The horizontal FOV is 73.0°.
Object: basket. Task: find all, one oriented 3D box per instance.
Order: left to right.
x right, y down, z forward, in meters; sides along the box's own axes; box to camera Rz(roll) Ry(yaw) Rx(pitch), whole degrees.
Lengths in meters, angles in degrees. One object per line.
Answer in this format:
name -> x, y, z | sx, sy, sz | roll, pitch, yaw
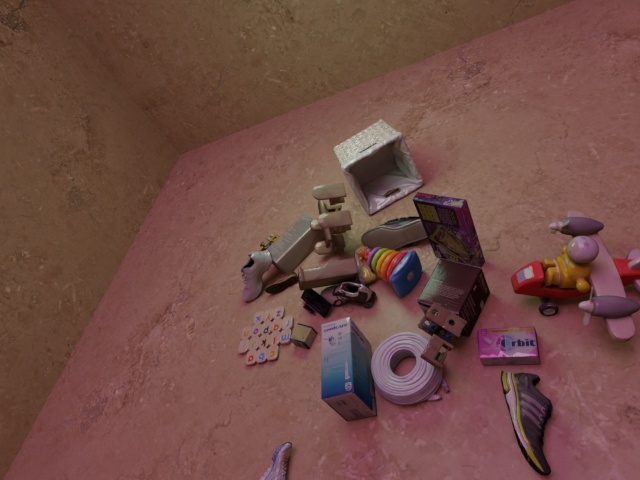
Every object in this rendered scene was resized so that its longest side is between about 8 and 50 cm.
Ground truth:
basket -> 0.285, -0.374, 2.188 | 0.328, 0.331, 0.266 | -30, 34, 7

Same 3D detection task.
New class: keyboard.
keyboard -> -0.035, 0.285, 1.954 | 0.192, 0.038, 0.100 | 31, 104, 49

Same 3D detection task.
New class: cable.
cable -> 0.303, 0.453, 1.540 | 0.257, 0.089, 0.257 | -22, 42, 17

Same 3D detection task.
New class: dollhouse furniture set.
dollhouse furniture set -> 0.000, 0.000, 1.956 | 0.256, 0.362, 0.394 | -9, 71, -7
dollhouse furniture set -> 0.383, 0.332, 1.472 | 0.129, 0.129, 0.184 | 32, 66, 15

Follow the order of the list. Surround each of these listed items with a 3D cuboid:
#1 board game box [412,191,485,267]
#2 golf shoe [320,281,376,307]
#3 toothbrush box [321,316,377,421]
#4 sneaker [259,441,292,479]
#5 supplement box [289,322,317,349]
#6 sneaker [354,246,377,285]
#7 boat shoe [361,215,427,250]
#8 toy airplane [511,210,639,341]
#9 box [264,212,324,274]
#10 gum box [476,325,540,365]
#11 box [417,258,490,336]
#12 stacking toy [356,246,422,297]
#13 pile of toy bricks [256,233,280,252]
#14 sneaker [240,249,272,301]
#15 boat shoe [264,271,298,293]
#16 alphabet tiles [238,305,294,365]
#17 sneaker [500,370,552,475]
board game box -> 0.501, -0.037, 1.677 | 0.208, 0.347, 0.056 | 22, 63, 45
golf shoe -> 0.106, 0.220, 1.887 | 0.272, 0.120, 0.105 | -4, 51, 35
toothbrush box -> 0.101, 0.465, 1.573 | 0.126, 0.216, 0.296 | -19, 43, 19
sneaker -> -0.142, 0.815, 1.529 | 0.082, 0.071, 0.191 | 17, 71, 37
supplement box -> -0.073, 0.414, 1.870 | 0.083, 0.056, 0.083 | 6, 55, 39
sneaker -> 0.210, 0.112, 1.959 | 0.094, 0.081, 0.209 | -16, 49, 10
boat shoe -> 0.354, -0.042, 1.977 | 0.340, 0.127, 0.113 | -20, 12, 30
toy airplane -> 0.860, 0.086, 1.361 | 0.384, 0.272, 0.386 | -44, 40, -10
box -> -0.128, 0.017, 2.247 | 0.311, 0.121, 0.148 | -45, 41, -10
gum box -> 0.618, 0.352, 1.436 | 0.188, 0.062, 0.107 | -10, 46, 28
box -> 0.490, 0.207, 1.585 | 0.167, 0.168, 0.203 | 14, 61, 43
stacking toy -> 0.266, 0.090, 1.843 | 0.301, 0.166, 0.175 | 28, 70, 42
pile of toy bricks -> -0.274, 0.070, 2.333 | 0.105, 0.118, 0.212 | 23, 45, 16
sneaker -> -0.350, 0.175, 2.176 | 0.111, 0.129, 0.297 | 38, 114, 45
boat shoe -> -0.195, 0.209, 2.157 | 0.177, 0.064, 0.060 | -25, 35, 3
alphabet tiles -> -0.253, 0.439, 2.002 | 0.284, 0.021, 0.278 | -17, 43, 21
sneaker -> 0.616, 0.512, 1.252 | 0.121, 0.111, 0.300 | -15, 46, 17
